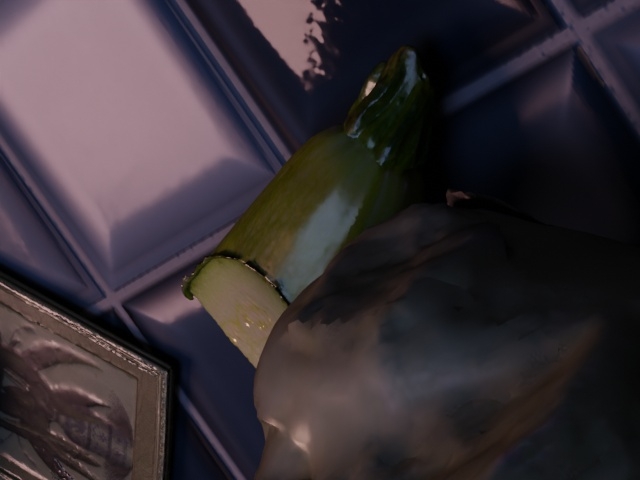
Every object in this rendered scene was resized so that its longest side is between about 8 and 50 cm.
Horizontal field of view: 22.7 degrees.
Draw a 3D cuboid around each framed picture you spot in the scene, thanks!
[{"bbox_3d":[-0.181,0.086,0.926,0.231,0.010,0.173,25,132,22],"label":"framed picture"}]

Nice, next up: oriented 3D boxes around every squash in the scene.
[{"bbox_3d":[-0.003,0.001,0.687,0.090,0.075,0.200,58,140,29],"label":"squash"}]

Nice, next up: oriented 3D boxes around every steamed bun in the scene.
[{"bbox_3d":[0.125,0.142,0.520,0.237,0.346,0.394,-29,73,29],"label":"steamed bun"}]
